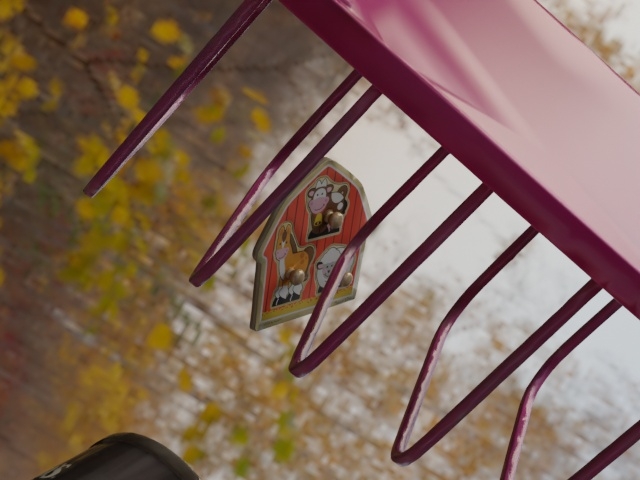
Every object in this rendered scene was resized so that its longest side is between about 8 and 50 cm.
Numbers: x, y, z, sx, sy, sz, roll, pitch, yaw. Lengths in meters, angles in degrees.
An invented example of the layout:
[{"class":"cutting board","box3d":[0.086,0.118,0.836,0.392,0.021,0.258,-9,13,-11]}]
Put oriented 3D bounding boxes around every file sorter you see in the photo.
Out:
[{"class":"file sorter","box3d":[0.056,-0.019,0.824,0.182,0.291,0.202,-46,-173,27]}]

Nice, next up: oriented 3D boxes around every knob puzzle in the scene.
[{"class":"knob puzzle","box3d":[0.000,0.000,1.820,0.213,0.030,0.213,-26,129,-38]}]

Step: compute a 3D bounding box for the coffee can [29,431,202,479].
[{"class":"coffee can","box3d":[-0.219,0.293,1.215,0.275,0.201,0.201,-25,159,-42]}]
